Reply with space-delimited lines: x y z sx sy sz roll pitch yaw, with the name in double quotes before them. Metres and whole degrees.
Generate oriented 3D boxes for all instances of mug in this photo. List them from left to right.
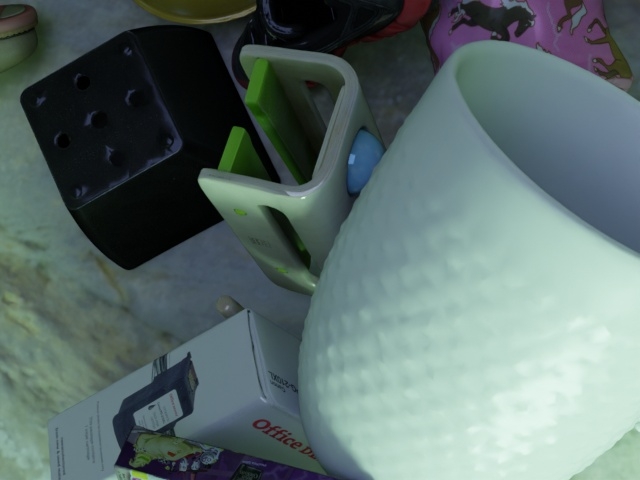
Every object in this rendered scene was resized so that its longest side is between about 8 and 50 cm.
"mug" 0.162 0.050 1.100 0.276 0.374 0.328 45 122 21

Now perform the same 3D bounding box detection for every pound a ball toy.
"pound a ball toy" 0.000 0.000 1.199 0.135 0.319 0.208 11 72 17

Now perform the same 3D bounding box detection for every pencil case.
"pencil case" 0.145 -0.270 1.248 0.160 0.167 0.386 -14 78 -27

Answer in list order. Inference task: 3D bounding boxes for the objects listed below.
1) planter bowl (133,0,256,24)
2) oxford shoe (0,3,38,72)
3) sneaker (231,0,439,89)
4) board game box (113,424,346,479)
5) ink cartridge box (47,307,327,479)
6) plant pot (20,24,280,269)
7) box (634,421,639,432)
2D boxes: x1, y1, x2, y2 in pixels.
"planter bowl" -0.115 -0.325 1.330 0.217 0.090 0.217 -4 69 10
"oxford shoe" -0.457 -0.126 1.431 0.397 0.140 0.147 -22 110 7
"sneaker" -0.020 -0.199 1.240 0.276 0.135 0.098 -22 81 53
"board game box" -0.045 0.295 1.164 0.208 0.347 0.056 8 49 14
"ink cartridge box" -0.097 0.179 1.225 0.237 0.172 0.100 -30 50 22
"plant pot" -0.178 -0.100 1.312 0.188 0.167 0.187 -28 77 12
"box" 0.367 0.158 1.128 0.182 0.181 0.119 37 94 16
